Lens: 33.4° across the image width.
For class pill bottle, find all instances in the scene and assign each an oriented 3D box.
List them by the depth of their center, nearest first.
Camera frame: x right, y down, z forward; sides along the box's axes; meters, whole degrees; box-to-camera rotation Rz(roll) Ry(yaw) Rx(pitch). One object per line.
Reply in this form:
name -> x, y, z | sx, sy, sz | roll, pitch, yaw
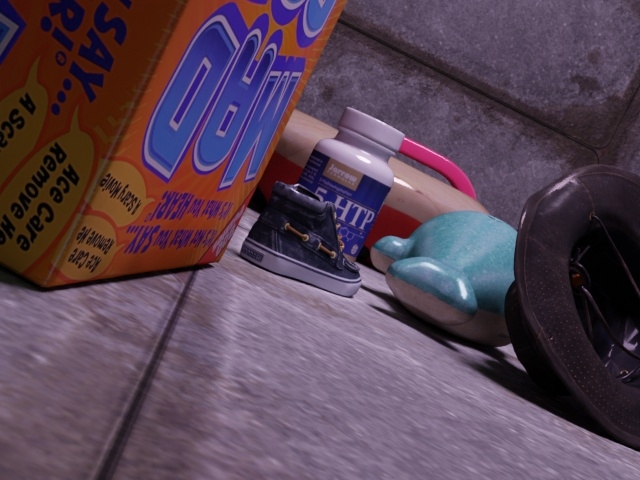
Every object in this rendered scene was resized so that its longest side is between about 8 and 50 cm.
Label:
pill bottle -> 0.029, -0.068, 1.350 | 0.112, 0.187, 0.112 | 26, 4, -2

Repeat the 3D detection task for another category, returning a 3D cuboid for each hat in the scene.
hat -> 0.290, 0.085, 1.132 | 0.331, 0.331, 0.134 | 24, -36, -26

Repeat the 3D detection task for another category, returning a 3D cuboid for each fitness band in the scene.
fitness band -> 0.130, -0.072, 1.851 | 0.290, 0.209, 0.054 | 26, 3, -3

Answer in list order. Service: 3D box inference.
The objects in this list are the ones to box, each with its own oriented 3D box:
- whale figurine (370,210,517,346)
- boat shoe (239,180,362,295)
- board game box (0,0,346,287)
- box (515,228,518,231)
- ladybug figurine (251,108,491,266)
whale figurine -> 0.161, 0.035, 1.216 | 0.216, 0.141, 0.272 | 28, 6, 19
boat shoe -> 0.000, 0.000, 1.061 | 0.065, 0.083, 0.183 | 29, 5, 33
board game box -> -0.186, -0.214, 0.703 | 0.356, 0.357, 0.356 | 26, 5, 7
box -> 0.386, 0.044, 1.601 | 0.163, 0.247, 0.142 | 32, -35, 55
ladybug figurine -> 0.051, -0.068, 1.650 | 0.449, 0.162, 0.305 | 27, 5, 1
